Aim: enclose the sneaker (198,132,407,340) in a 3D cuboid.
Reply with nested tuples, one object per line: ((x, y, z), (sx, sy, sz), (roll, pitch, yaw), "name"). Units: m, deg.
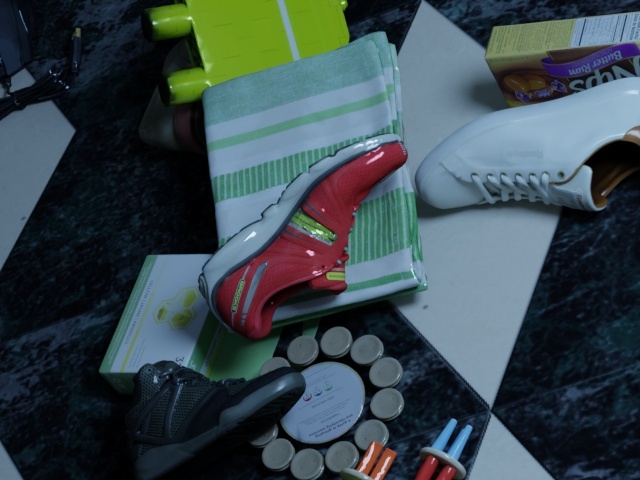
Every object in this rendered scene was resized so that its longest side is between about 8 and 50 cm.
((0.000, 0.000, 2.004), (0.279, 0.107, 0.118), (-43, 76, 5), "sneaker")

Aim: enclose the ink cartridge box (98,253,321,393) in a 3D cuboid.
((-0.119, 0.096, 2.107), (0.235, 0.056, 0.171), (-2, 52, 31), "ink cartridge box")

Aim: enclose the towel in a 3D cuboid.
((-0.012, -0.065, 2.099), (0.247, 0.038, 0.325), (-16, 63, 17), "towel")

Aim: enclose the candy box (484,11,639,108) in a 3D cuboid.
((0.292, -0.196, 2.083), (0.186, 0.109, 0.053), (-2, 52, 29), "candy box")

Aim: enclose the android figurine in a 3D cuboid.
((-0.079, -0.246, 2.282), (0.272, 0.248, 0.056), (-14, -7, -24), "android figurine")

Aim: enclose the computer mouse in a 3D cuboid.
((-0.423, -0.283, 2.616), (0.184, 0.060, 0.262), (-20, 45, 15), "computer mouse")

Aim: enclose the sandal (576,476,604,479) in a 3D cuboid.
((0.171, 0.304, 1.749), (0.254, 0.054, 0.097), (-31, 43, 3), "sandal")

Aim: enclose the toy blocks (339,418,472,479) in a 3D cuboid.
((0.081, 0.238, 1.862), (0.123, 0.054, 0.148), (14, 61, 38), "toy blocks")

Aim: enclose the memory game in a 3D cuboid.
((0.004, 0.174, 1.981), (0.186, 0.012, 0.186), (-12, 53, 16), "memory game")

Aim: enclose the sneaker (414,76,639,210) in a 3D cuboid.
((0.238, -0.078, 2.012), (0.290, 0.106, 0.123), (-21, 54, 20), "sneaker")

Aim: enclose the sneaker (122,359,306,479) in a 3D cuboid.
((-0.124, 0.164, 1.971), (0.227, 0.087, 0.130), (-32, 70, 29), "sneaker")

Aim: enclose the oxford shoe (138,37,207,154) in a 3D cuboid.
((-0.133, -0.263, 2.386), (0.130, 0.123, 0.348), (2, 53, 39), "oxford shoe")
